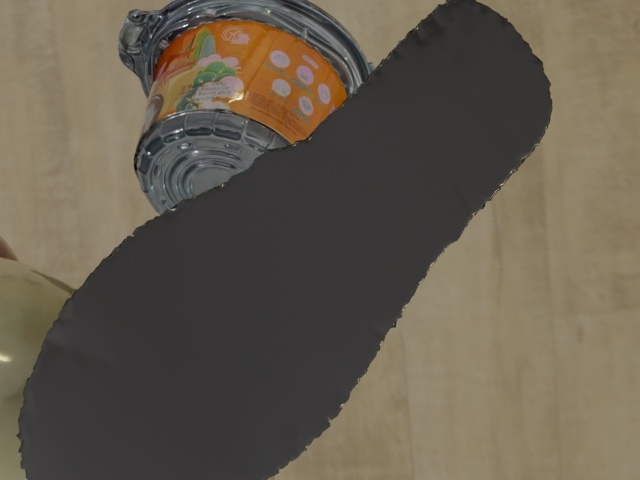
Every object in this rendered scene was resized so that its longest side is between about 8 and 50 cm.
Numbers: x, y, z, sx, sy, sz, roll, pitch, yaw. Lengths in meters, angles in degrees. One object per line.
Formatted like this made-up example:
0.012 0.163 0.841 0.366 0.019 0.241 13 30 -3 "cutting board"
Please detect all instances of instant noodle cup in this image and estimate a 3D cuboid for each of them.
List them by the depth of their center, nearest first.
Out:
-0.059 -0.076 1.040 0.208 0.125 0.178 9 139 6 "instant noodle cup"

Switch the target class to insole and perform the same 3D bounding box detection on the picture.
0.000 0.000 0.595 0.109 0.007 0.322 50 56 -9 "insole"

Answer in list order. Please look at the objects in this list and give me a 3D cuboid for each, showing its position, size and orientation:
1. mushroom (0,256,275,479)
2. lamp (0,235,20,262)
-0.186 0.171 0.695 0.325 0.353 0.353 27 100 -3 "mushroom"
-0.347 0.068 0.973 0.305 0.239 0.305 -2 99 -11 "lamp"
